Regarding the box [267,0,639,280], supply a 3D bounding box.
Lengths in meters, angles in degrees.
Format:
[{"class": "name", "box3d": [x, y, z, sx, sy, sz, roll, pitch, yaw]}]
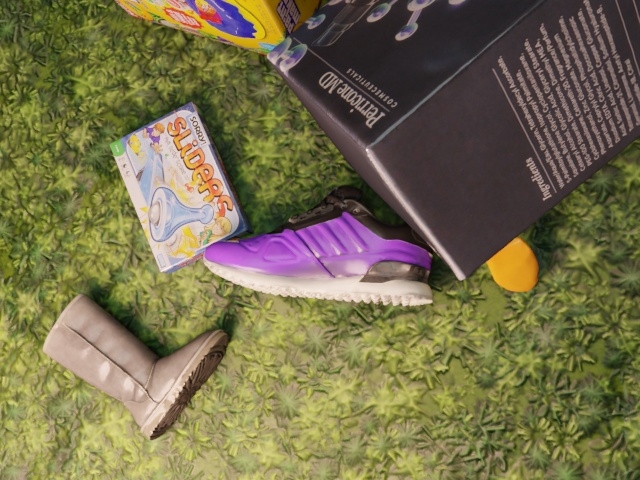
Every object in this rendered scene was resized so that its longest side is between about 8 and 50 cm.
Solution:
[{"class": "box", "box3d": [0.187, -0.211, 0.700, 0.395, 0.212, 0.293, -41, 38, 3]}]

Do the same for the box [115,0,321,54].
[{"class": "box", "box3d": [-0.155, -0.387, 0.807, 0.279, 0.290, 0.176, 20, 88, 12]}]

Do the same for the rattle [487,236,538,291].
[{"class": "rattle", "box3d": [0.194, -0.042, 0.841, 0.200, 0.143, 0.130, 39, 100, 48]}]

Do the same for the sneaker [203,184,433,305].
[{"class": "sneaker", "box3d": [0.000, 0.000, 0.839, 0.294, 0.102, 0.146, 5, 81, 6]}]

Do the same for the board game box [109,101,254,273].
[{"class": "board game box", "box3d": [-0.194, -0.073, 0.908, 0.136, 0.035, 0.201, -26, 80, 7]}]

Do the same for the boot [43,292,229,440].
[{"class": "boot", "box3d": [-0.252, 0.141, 0.885, 0.208, 0.076, 0.189, 39, 90, 19]}]
